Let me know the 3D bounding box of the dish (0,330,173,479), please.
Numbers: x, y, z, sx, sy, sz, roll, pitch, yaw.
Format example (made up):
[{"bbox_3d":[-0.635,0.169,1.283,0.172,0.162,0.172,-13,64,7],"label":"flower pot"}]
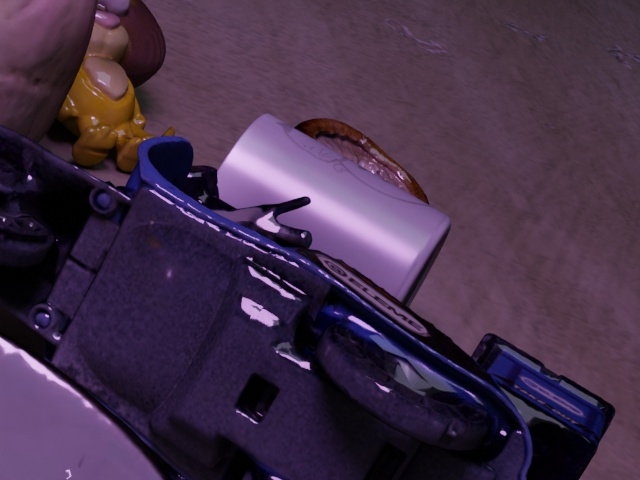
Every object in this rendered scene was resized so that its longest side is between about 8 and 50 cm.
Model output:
[{"bbox_3d":[-0.176,0.119,0.444,0.316,0.106,0.316,25,23,-11],"label":"dish"}]

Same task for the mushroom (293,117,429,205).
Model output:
[{"bbox_3d":[0.023,-0.037,1.066,0.123,0.052,0.123,29,23,-14],"label":"mushroom"}]

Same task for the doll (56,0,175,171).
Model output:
[{"bbox_3d":[-0.153,-0.127,1.023,0.188,0.096,0.145,46,35,18],"label":"doll"}]

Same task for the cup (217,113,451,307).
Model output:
[{"bbox_3d":[0.004,-0.008,0.921,0.133,0.099,0.136,29,23,8],"label":"cup"}]

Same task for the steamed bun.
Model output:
[{"bbox_3d":[-0.201,-0.126,0.867,0.153,0.170,0.239,22,14,-37],"label":"steamed bun"}]

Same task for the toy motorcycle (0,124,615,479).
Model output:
[{"bbox_3d":[-0.037,0.043,0.753,0.359,0.125,0.212,32,15,8],"label":"toy motorcycle"}]
